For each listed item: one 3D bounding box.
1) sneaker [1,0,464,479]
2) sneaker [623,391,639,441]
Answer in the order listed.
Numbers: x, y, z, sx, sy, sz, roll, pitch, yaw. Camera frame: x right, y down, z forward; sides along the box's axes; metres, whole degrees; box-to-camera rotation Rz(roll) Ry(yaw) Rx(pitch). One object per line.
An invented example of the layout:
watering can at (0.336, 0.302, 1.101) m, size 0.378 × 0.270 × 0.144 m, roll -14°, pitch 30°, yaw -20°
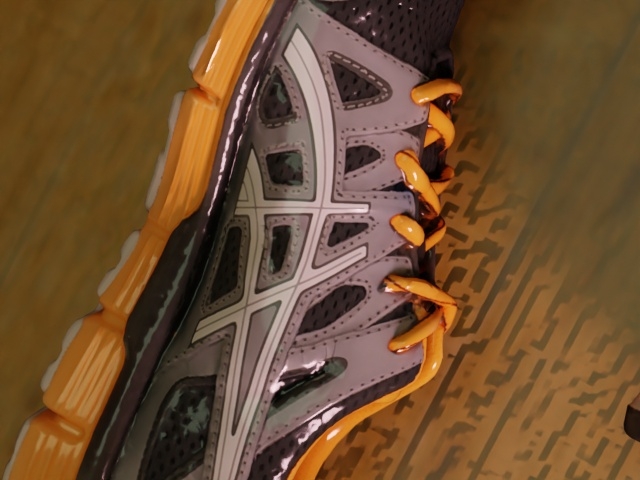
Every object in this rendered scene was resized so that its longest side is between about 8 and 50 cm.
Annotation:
sneaker at (0.000, 0.000, 0.442) m, size 0.083 × 0.084 × 0.215 m, roll 26°, pitch 100°, yaw 12°
sneaker at (0.191, 0.030, 0.387) m, size 0.234 × 0.078 × 0.106 m, roll 16°, pitch 90°, yaw 17°
